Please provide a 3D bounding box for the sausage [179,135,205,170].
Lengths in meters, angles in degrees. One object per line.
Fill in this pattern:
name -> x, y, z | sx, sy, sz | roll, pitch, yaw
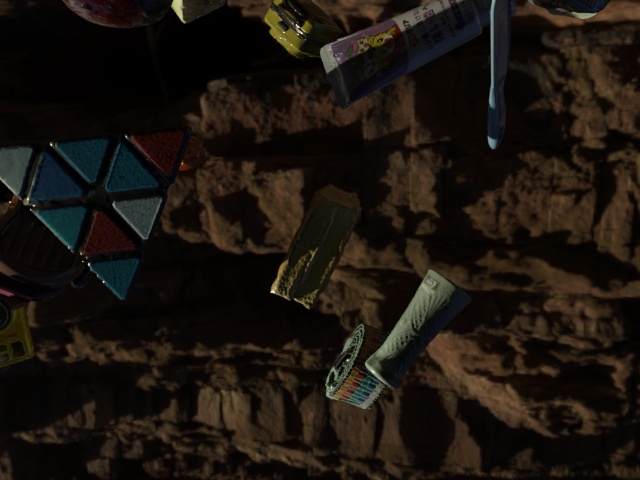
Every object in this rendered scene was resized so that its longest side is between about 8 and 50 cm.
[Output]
sausage -> -0.403, -0.256, 1.678 | 0.097, 0.093, 0.348 | -13, -163, -22

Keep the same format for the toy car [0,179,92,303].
toy car -> -0.583, -0.046, 1.278 | 0.271, 0.340, 0.240 | 26, 152, -24

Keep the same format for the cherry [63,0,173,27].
cherry -> -0.306, -0.420, 0.896 | 0.195, 0.194, 0.195 | -3, -168, 1

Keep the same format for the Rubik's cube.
Rubik's cube -> -0.327, -0.104, 0.794 | 0.234, 0.284, 0.250 | 15, 146, -30

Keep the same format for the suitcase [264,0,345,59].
suitcase -> -0.057, -0.692, 1.925 | 0.194, 0.143, 0.235 | 49, -151, 15

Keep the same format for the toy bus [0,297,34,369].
toy bus -> -0.773, 0.220, 1.205 | 0.331, 0.151, 0.144 | -14, -175, -24

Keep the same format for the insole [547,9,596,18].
insole -> 0.489, -0.458, 1.154 | 0.002, 0.053, 0.152 | -36, -150, -3

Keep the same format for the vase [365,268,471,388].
vase -> 0.175, 0.167, 1.092 | 0.096, 0.219, 0.096 | 38, 176, 3

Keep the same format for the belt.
belt -> 0.121, 0.353, 1.664 | 0.150, 0.257, 0.207 | 26, -134, -3

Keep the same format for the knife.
knife -> 0.235, -0.217, 0.770 | 0.019, 0.044, 0.313 | 36, 168, 28

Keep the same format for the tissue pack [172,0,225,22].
tissue pack -> -0.305, -0.613, 1.255 | 0.125, 0.234, 0.159 | -33, 171, -21

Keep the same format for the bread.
bread -> 0.000, 0.000, 1.293 | 0.111, 0.239, 0.246 | 26, -169, -1

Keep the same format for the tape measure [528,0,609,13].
tape measure -> 0.351, -0.462, 0.933 | 0.275, 0.147, 0.256 | 20, -157, -18

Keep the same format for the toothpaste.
toothpaste -> 0.147, -0.316, 0.921 | 0.300, 0.113, 0.073 | -22, 172, 16
